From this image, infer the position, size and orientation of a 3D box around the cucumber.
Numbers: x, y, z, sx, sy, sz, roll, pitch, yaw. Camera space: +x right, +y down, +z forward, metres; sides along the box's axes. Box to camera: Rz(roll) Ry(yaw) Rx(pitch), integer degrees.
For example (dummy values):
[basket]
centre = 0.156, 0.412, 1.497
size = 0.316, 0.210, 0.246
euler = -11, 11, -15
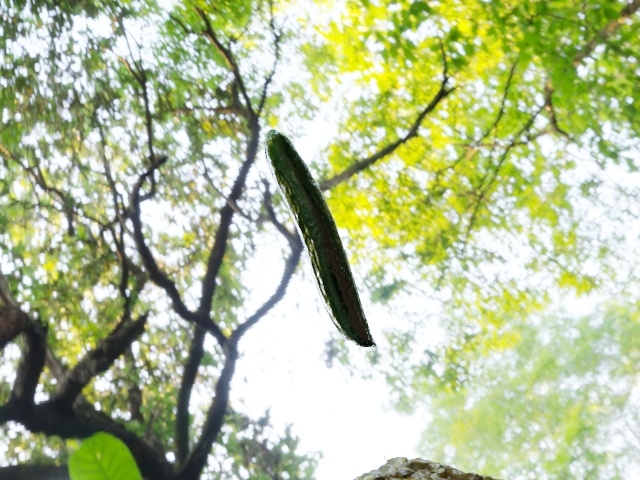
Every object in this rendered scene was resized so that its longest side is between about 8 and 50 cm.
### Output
[cucumber]
centre = 0.000, 0.000, 0.673
size = 0.033, 0.036, 0.184
euler = -22, -89, -20

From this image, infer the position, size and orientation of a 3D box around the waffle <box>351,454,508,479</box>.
[waffle]
centre = 0.111, 0.279, 0.803
size = 0.308, 0.213, 0.091
euler = 5, -88, -67
